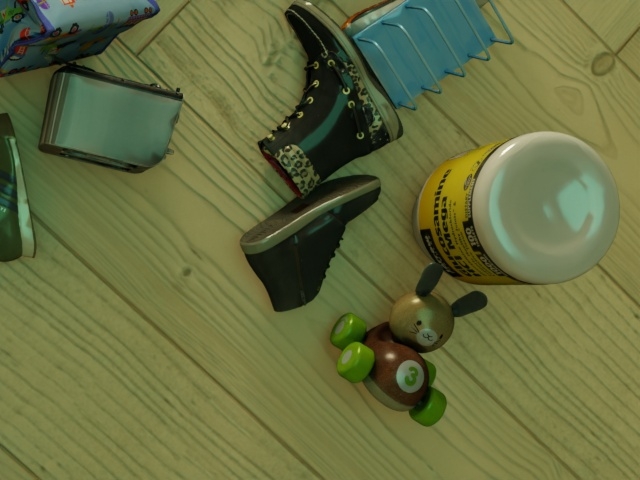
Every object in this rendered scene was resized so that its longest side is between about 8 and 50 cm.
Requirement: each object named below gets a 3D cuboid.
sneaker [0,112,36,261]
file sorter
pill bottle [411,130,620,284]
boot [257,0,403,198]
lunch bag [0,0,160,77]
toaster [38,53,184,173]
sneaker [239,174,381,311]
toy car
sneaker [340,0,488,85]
[{"bbox_3d":[-0.425,-0.064,1.771,0.086,0.064,0.192,-11,94,-19],"label":"sneaker"},{"bbox_3d":[0.153,-0.265,1.826,0.170,0.104,0.118,-35,108,-5],"label":"file sorter"},{"bbox_3d":[0.237,-0.034,1.800,0.188,0.334,0.187,1,87,-14],"label":"pill bottle"},{"bbox_3d":[-0.019,-0.192,1.871,0.179,0.085,0.236,-37,96,-10],"label":"boot"},{"bbox_3d":[-0.371,-0.371,1.714,0.221,0.138,0.293,-27,90,-56],"label":"lunch bag"},{"bbox_3d":[-0.277,-0.155,1.759,0.186,0.168,0.110,13,86,-14],"label":"toaster"},{"bbox_3d":[0.000,0.000,1.882,0.222,0.083,0.118,-30,114,-20],"label":"sneaker"},{"bbox_3d":[0.133,0.124,1.835,0.155,0.149,0.188,33,109,-21],"label":"toy car"},{"bbox_3d":[0.163,-0.301,1.923,0.262,0.099,0.121,-24,102,-6],"label":"sneaker"}]
